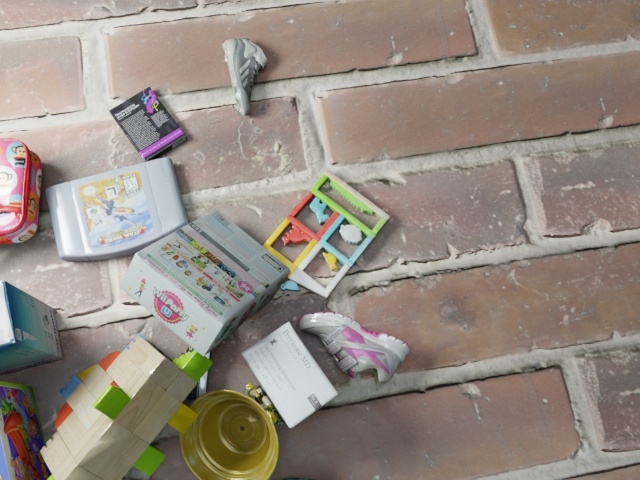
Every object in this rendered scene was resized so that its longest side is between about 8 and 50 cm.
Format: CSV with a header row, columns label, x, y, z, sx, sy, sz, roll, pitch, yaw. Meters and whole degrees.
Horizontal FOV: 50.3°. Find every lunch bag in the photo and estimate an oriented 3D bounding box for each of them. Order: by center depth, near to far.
label,x,y,z,sx,sy,sz,roll,pitch,yaw
lunch bag,-0.772,-0.090,1.494,0.293,0.120,0.258,-1,79,-3

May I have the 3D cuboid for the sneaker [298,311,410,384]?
label,x,y,z,sx,sy,sz,roll,pitch,yaw
sneaker,0.064,0.235,1.488,0.252,0.103,0.111,22,73,3

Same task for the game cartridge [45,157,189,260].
label,x,y,z,sx,sy,sz,roll,pitch,yaw
game cartridge,-0.463,-0.063,1.564,0.297,0.062,0.198,-16,72,-8

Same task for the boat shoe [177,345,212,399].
label,x,y,z,sx,sy,sz,roll,pitch,yaw
boat shoe,-0.280,0.252,1.480,0.083,0.065,0.183,5,75,-4

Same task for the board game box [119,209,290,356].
label,x,y,z,sx,sy,sz,roll,pitch,yaw
board game box,-0.228,0.076,1.421,0.224,0.303,0.097,38,118,8

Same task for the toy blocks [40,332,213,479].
label,x,y,z,sx,sy,sz,roll,pitch,yaw
toy blocks,-0.423,0.331,1.365,0.381,0.261,0.191,-52,125,-14

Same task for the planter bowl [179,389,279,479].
label,x,y,z,sx,sy,sz,roll,pitch,yaw
planter bowl,-0.176,0.404,1.416,0.217,0.090,0.217,1,95,14

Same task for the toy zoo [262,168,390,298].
label,x,y,z,sx,sy,sz,roll,pitch,yaw
toy zoo,0.000,0.000,1.585,0.192,0.030,0.293,38,76,7

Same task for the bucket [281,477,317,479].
label,x,y,z,sx,sy,sz,roll,pitch,yaw
bucket,-0.016,0.599,1.317,0.281,0.183,0.281,4,72,-13

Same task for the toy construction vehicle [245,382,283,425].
label,x,y,z,sx,sy,sz,roll,pitch,yaw
toy construction vehicle,-0.122,0.351,1.452,0.035,0.098,0.086,-33,57,-11

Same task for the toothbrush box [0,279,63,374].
label,x,y,z,sx,sy,sz,roll,pitch,yaw
toothbrush box,-0.669,0.192,1.354,0.216,0.295,0.126,-15,75,-7

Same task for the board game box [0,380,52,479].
label,x,y,z,sx,sy,sz,roll,pitch,yaw
board game box,-0.597,0.452,1.318,0.078,0.233,0.347,-18,77,-8

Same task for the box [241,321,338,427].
label,x,y,z,sx,sy,sz,roll,pitch,yaw
box,-0.065,0.284,1.424,0.119,0.182,0.181,-34,79,-11

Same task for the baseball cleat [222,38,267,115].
label,x,y,z,sx,sy,sz,roll,pitch,yaw
baseball cleat,-0.175,-0.406,1.667,0.109,0.072,0.206,-11,79,-13

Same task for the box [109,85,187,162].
label,x,y,z,sx,sy,sz,roll,pitch,yaw
box,-0.414,-0.277,1.638,0.116,0.029,0.162,-35,81,-13

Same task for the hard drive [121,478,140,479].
label,x,y,z,sx,sy,sz,roll,pitch,yaw
hard drive,-0.322,0.528,1.331,0.307,0.203,0.040,7,92,-2
